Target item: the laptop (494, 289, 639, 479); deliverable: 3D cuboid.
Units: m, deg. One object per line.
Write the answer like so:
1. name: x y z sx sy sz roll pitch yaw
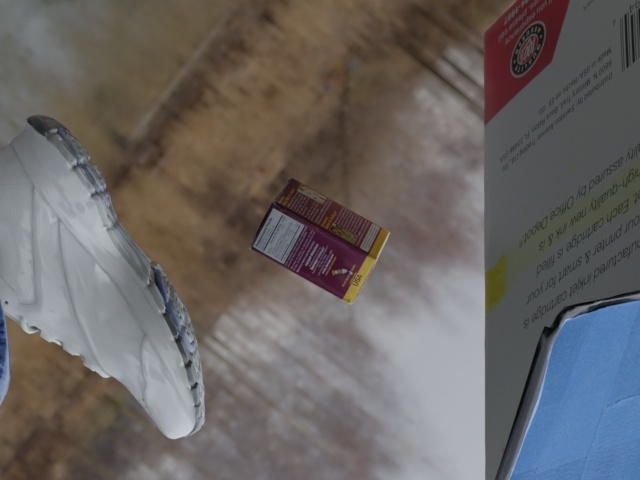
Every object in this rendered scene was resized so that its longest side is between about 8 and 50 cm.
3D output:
1. laptop: 0.233 0.223 0.780 0.236 0.408 0.382 -77 -177 -74

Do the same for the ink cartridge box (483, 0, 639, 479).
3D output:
1. ink cartridge box: 0.232 -0.016 1.094 0.279 0.160 0.385 -42 -142 52

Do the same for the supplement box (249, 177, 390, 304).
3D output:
1. supplement box: 0.000 0.000 1.268 0.043 0.083 0.055 -61 179 26

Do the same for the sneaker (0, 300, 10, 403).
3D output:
1. sneaker: -0.299 0.017 1.173 0.112 0.296 0.131 -37 161 -20

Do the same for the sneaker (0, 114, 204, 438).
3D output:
1. sneaker: -0.196 0.044 1.511 0.129 0.297 0.111 -32 -173 3
